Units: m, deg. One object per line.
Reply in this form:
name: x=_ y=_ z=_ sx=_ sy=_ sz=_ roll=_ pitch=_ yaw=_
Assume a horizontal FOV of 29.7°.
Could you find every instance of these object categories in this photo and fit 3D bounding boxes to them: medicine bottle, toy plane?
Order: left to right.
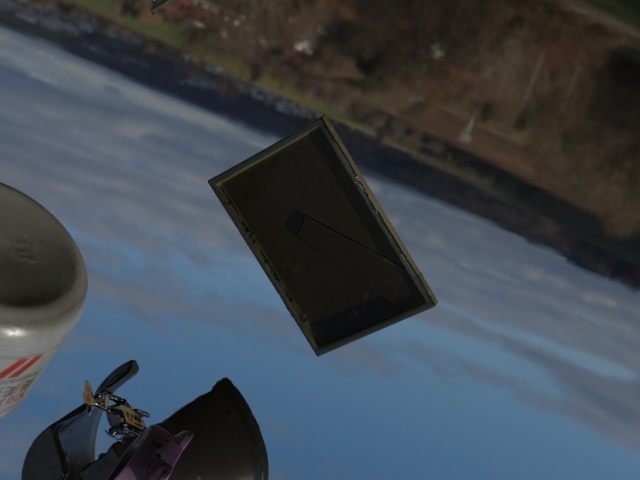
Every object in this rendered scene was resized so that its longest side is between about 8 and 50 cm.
medicine bottle: x=-0.428 y=0.103 z=1.360 sx=0.245 sy=0.306 sz=0.245 roll=27 pitch=-147 yaw=-19
toy plane: x=-0.249 y=0.211 z=1.474 sx=0.031 sy=0.049 sz=0.120 roll=-21 pitch=144 yaw=25

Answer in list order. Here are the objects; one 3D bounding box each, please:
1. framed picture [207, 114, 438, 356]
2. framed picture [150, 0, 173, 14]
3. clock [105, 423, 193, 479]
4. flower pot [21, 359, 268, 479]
framed picture: x=0.000 y=0.000 z=1.379 sx=0.250 sy=0.184 sz=0.016 roll=57 pitch=-145 yaw=-8
framed picture: x=-0.081 y=-0.379 z=1.351 sx=0.017 sy=0.274 sz=0.217 roll=48 pitch=-157 yaw=-34
clock: x=-0.231 y=0.295 z=1.578 sx=0.050 sy=0.110 sz=0.153 roll=42 pitch=-156 yaw=-6
flower pot: x=-0.299 y=0.380 z=1.872 sx=0.379 sy=0.379 sz=0.251 roll=23 pitch=-167 yaw=26
